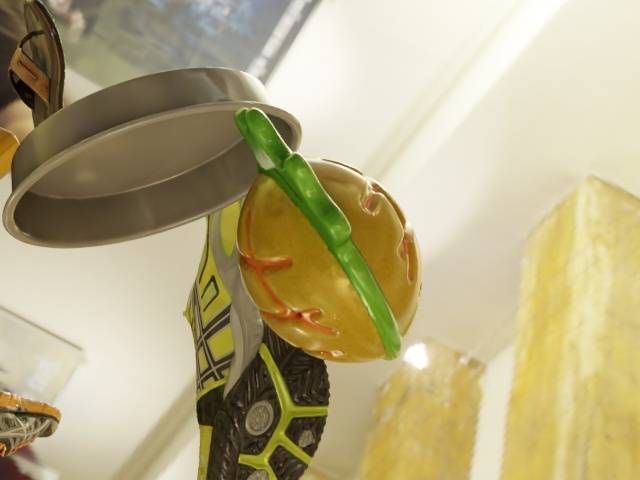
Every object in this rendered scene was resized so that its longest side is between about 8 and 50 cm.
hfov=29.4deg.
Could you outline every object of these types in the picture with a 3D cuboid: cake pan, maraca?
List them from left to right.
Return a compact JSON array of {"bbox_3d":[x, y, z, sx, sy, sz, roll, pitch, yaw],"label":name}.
[{"bbox_3d":[-0.162,-0.076,1.155,0.293,0.293,0.054,-44,-118,55],"label":"cake pan"},{"bbox_3d":[0.000,0.000,0.676,0.099,0.185,0.127,-37,-127,-10],"label":"maraca"}]

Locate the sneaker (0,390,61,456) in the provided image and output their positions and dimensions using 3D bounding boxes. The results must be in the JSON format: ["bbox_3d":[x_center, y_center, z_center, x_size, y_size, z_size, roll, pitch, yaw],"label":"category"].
[{"bbox_3d":[-0.408,0.239,1.574,0.215,0.084,0.083,40,57,-68],"label":"sneaker"}]

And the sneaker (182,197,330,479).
[{"bbox_3d":[-0.079,0.123,1.363,0.147,0.145,0.384,9,-90,47],"label":"sneaker"}]

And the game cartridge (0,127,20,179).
[{"bbox_3d":[-0.593,-0.069,1.587,0.323,0.285,0.052,-45,141,-28],"label":"game cartridge"}]

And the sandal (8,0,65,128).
[{"bbox_3d":[-0.355,-0.191,1.507,0.090,0.060,0.219,8,-80,60],"label":"sandal"}]
